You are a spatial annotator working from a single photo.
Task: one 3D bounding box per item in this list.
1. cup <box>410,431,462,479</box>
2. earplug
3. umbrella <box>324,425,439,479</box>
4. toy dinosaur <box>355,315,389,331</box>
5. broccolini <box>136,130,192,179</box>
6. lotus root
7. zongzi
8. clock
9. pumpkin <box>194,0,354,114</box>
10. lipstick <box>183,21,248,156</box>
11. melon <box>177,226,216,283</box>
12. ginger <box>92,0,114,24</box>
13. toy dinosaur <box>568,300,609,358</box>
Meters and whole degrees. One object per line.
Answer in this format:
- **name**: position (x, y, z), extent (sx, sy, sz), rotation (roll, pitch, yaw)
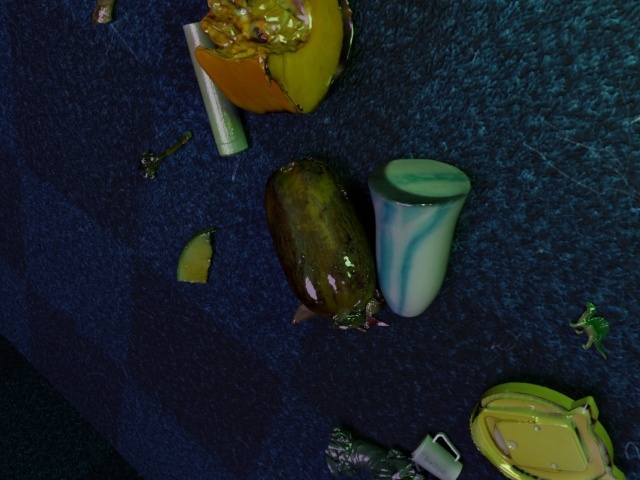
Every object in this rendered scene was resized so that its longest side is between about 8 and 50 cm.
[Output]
- **cup**: position (0.295, 0.533, 1.320), extent (0.116, 0.074, 0.104), rotation (34, 102, 13)
- **earplug**: position (0.181, 0.022, 1.053), extent (0.185, 0.185, 0.324), rotation (20, 129, 28)
- **umbrella**: position (0.166, 0.620, 1.443), extent (0.348, 0.094, 0.143), rotation (14, 126, 29)
- **toy dinosaur**: position (0.067, 0.173, 1.313), extent (0.220, 0.032, 0.108), rotation (15, 119, 28)
- **broccolini**: position (-0.427, -0.244, 1.468), extent (0.254, 0.071, 0.058), rotation (-23, 57, 36)
- **lotus root**: position (0.000, 0.000, 1.117), extent (0.195, 0.179, 0.398), rotation (-27, 71, 21)
- **zongzi**: position (0.041, 0.148, 1.230), extent (0.194, 0.099, 0.198), rotation (28, 95, 20)
- **clock**: position (0.463, 0.410, 1.113), extent (0.293, 0.071, 0.277), rotation (-7, 113, 40)
- **pumpkin**: position (-0.083, -0.387, 0.971), extent (0.225, 0.256, 0.303), rotation (18, 100, 34)
- **lipstick**: position (-0.239, -0.346, 1.232), extent (0.076, 0.076, 0.304), rotation (2, 114, 36)
- **melon**: position (-0.359, 0.049, 1.558), extent (0.114, 0.053, 0.262), rotation (38, 132, 5)
- **ginger**: position (-0.539, -0.602, 1.341), extent (0.137, 0.044, 0.058), rotation (-47, 53, 37)
- **toy dinosaur**: position (0.507, 0.172, 0.983), extent (0.060, 0.029, 0.120), rotation (-32, 94, 28)
